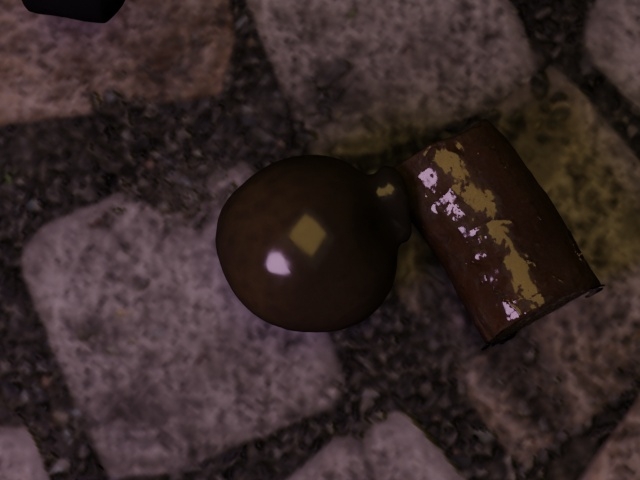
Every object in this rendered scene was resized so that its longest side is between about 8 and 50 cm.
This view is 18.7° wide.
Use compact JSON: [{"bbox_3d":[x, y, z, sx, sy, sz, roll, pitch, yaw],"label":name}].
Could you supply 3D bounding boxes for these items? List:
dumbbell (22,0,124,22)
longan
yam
[{"bbox_3d":[-0.215,-0.219,1.152,0.218,0.152,0.152,10,77,0],"label":"dumbbell"},{"bbox_3d":[0.000,0.000,1.132,0.119,0.106,0.106,-27,79,4],"label":"longan"},{"bbox_3d":[0.101,-0.006,1.149,0.084,0.084,0.127,-30,83,-8],"label":"yam"}]
